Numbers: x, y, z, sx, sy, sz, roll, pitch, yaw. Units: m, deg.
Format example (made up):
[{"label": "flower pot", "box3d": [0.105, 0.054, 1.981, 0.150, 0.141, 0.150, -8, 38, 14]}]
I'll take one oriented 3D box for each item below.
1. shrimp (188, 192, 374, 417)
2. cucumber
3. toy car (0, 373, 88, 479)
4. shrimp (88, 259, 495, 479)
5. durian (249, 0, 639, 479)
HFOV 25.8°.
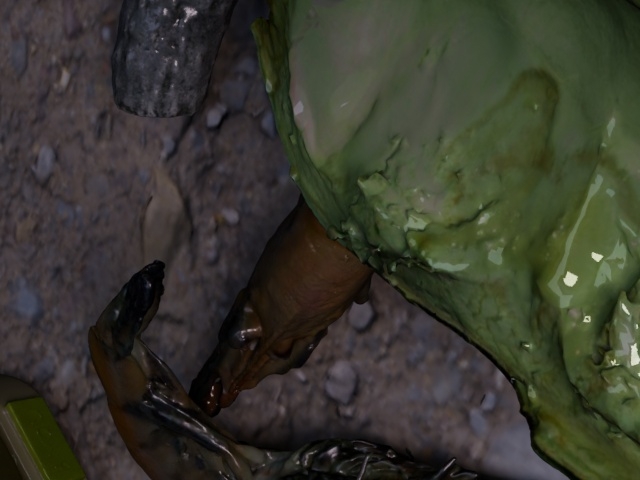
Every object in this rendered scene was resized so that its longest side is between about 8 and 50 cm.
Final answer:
[{"label": "shrimp", "box3d": [0.002, 0.009, 0.742, 0.066, 0.117, 0.262, 32, 133, -5]}, {"label": "cucumber", "box3d": [-0.084, -0.124, 0.794, 0.064, 0.064, 0.112, 31, 111, 34]}, {"label": "toy car", "box3d": [-0.283, 0.204, 0.884, 0.248, 0.198, 0.204, -47, 65, 31]}, {"label": "shrimp", "box3d": [-0.015, 0.090, 0.703, 0.262, 0.051, 0.198, 2, 134, 35]}, {"label": "durian", "box3d": [0.082, -0.038, 0.503, 0.198, 0.163, 0.394, -47, 51, 10]}]
